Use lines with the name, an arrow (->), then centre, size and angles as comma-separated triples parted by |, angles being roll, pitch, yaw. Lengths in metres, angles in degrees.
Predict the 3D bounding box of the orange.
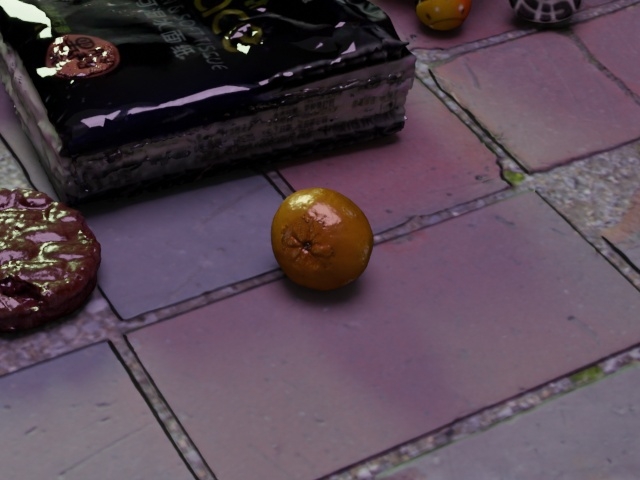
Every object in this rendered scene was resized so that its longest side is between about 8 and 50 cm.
orange -> 0.000, 0.000, 1.100 | 0.083, 0.083, 0.070 | 19, 27, 15

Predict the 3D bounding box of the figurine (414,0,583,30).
figurine -> 0.124, -0.364, 1.437 | 0.323, 0.196, 0.320 | 14, 81, -4

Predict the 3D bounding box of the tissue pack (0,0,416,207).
tissue pack -> -0.108, -0.166, 1.247 | 0.332, 0.123, 0.245 | -15, 48, -21

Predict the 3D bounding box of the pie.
pie -> -0.243, 0.014, 1.098 | 0.154, 0.038, 0.153 | 3, 39, -2
